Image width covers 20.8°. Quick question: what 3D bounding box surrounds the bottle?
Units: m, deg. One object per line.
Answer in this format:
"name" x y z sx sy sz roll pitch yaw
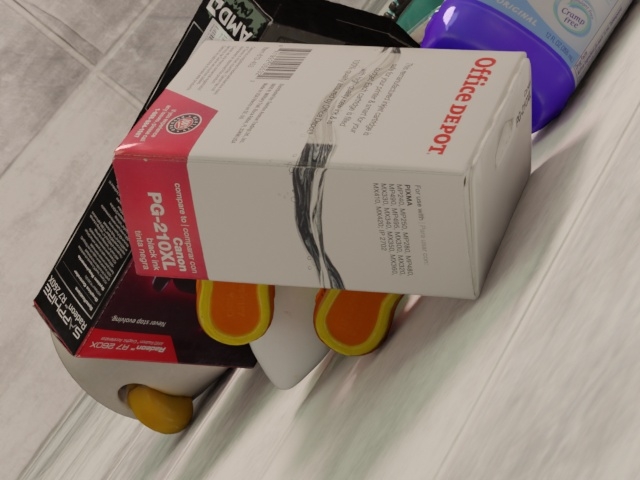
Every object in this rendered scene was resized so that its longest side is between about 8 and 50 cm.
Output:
"bottle" 0.185 -0.209 1.311 0.283 0.118 0.092 -54 -2 -28

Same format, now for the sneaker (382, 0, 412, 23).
"sneaker" 0.184 -0.288 1.814 0.283 0.110 0.122 -37 -6 33

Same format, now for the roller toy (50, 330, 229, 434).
"roller toy" -0.184 0.090 1.866 0.146 0.209 0.191 -43 3 30

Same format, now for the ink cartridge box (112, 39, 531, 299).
"ink cartridge box" 0.009 -0.052 1.155 0.172 0.237 0.100 -60 -32 -52

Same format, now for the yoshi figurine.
"yoshi figurine" -0.004 -0.028 1.392 0.203 0.204 0.362 -34 6 7

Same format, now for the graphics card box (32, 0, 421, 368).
"graphics card box" -0.076 -0.050 1.588 0.232 0.094 0.371 9 -60 -46

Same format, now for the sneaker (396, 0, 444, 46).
"sneaker" 0.161 -0.260 1.610 0.302 0.108 0.121 -37 58 41
